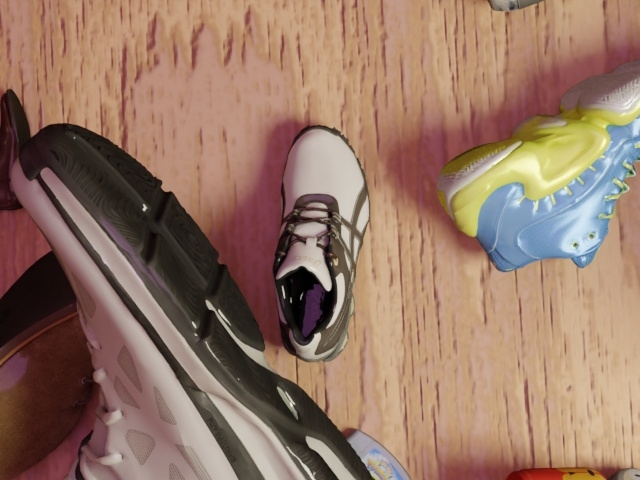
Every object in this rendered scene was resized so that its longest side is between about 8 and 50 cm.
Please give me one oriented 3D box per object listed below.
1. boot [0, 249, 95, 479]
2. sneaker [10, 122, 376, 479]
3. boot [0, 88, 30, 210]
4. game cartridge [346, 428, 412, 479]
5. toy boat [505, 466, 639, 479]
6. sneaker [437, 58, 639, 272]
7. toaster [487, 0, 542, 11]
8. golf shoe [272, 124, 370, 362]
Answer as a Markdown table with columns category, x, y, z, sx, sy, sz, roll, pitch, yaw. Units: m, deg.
| category | x | y | z | sx | sy | sz | roll | pitch | yaw |
| --- | --- | --- | --- | --- | --- | --- | --- | --- | --- |
| boot | -0.218 | 0.089 | 1.351 | 0.305 | 0.112 | 0.115 | -38 | 115 | -2 |
| sneaker | -0.156 | 0.145 | 1.242 | 0.257 | 0.169 | 0.447 | -31 | 105 | 12 |
| boot | -0.305 | -0.069 | 1.384 | 0.114 | 0.037 | 0.106 | -10 | 84 | 10 |
| game cartridge | 0.043 | 0.200 | 1.342 | 0.056 | 0.017 | 0.083 | -42 | 84 | -1 |
| toy boat | 0.219 | 0.325 | 1.230 | 0.148 | 0.267 | 0.318 | 8 | 67 | -21 |
| sneaker | 0.219 | -0.056 | 1.314 | 0.240 | 0.091 | 0.126 | -27 | 103 | 4 |
| toaster | 0.178 | -0.281 | 1.299 | 0.146 | 0.129 | 0.227 | -22 | 87 | 8 |
| golf shoe | 0.000 | 0.000 | 1.319 | 0.077 | 0.094 | 0.198 | -1 | 85 | 7 |
